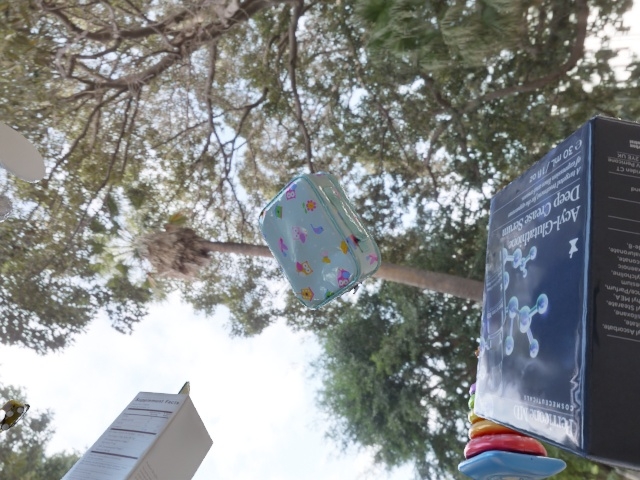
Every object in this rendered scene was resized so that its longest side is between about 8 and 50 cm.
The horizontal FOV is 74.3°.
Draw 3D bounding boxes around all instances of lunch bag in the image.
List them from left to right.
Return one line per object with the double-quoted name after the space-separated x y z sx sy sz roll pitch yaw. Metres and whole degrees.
0.000 0.000 0.942 0.108 0.224 0.279 -17 -108 -52 "lunch bag"

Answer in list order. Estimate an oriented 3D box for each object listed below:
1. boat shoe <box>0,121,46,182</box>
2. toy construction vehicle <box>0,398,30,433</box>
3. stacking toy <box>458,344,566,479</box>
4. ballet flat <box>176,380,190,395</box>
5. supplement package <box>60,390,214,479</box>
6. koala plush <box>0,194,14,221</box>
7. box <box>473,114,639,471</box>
-0.579 -0.171 0.746 0.184 0.063 0.066 44 -131 -32 "boat shoe"
-0.400 0.232 0.490 0.035 0.086 0.098 40 -108 -7 "toy construction vehicle"
0.396 0.371 0.954 0.166 0.175 0.302 109 168 -51 "stacking toy"
-0.429 0.497 1.286 0.057 0.052 0.168 -53 3 23 "ballet flat"
-0.250 0.313 0.582 0.179 0.105 0.105 -55 -46 -56 "supplement package"
-0.623 -0.003 0.664 0.221 0.196 0.203 -85 -29 -63 "koala plush"
0.389 0.085 0.602 0.293 0.211 0.396 99 -179 -75 "box"
